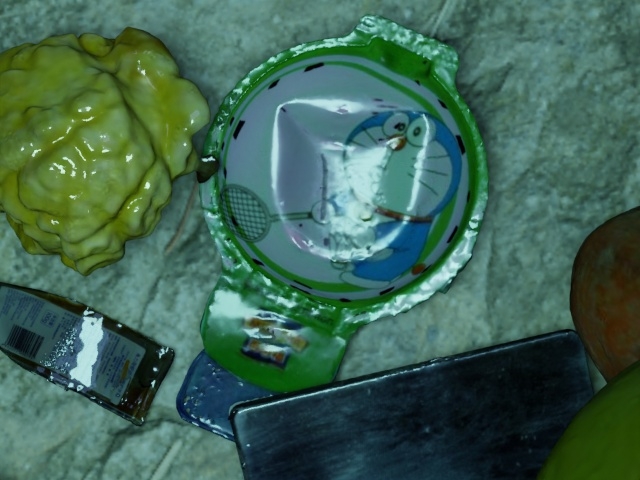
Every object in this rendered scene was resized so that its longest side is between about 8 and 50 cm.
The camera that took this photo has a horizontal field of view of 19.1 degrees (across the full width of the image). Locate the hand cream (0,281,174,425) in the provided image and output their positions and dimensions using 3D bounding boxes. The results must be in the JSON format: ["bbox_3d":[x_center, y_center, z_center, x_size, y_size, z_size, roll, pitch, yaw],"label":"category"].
[{"bbox_3d":[-0.188,0.070,1.357,0.163,0.039,0.062,27,87,-4],"label":"hand cream"}]

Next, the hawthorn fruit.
[{"bbox_3d":[0.232,0.055,1.304,0.149,0.149,0.189,20,106,1],"label":"hawthorn fruit"}]

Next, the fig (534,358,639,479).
[{"bbox_3d":[0.256,0.217,1.120,0.343,0.343,0.343,0,88,1],"label":"fig"}]

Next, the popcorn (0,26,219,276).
[{"bbox_3d":[-0.161,-0.066,1.296,0.170,0.180,0.180,11,88,-26],"label":"popcorn"}]

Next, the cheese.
[{"bbox_3d":[0.000,0.000,1.330,0.204,0.083,0.320,23,99,-4],"label":"cheese"}]

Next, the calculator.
[{"bbox_3d":[0.076,0.161,1.339,0.262,0.021,0.161,-12,102,-1],"label":"calculator"}]
